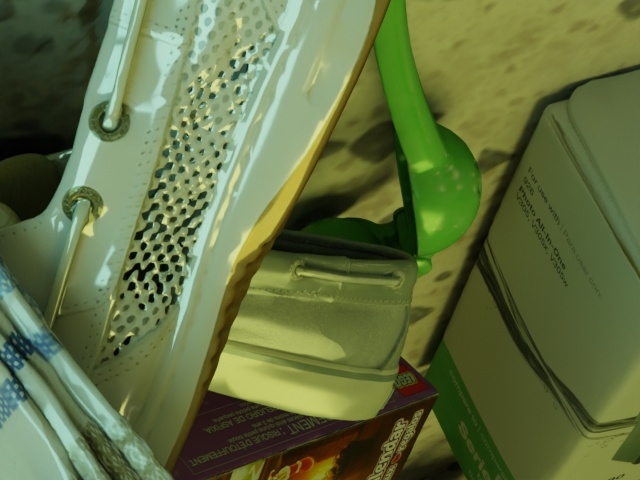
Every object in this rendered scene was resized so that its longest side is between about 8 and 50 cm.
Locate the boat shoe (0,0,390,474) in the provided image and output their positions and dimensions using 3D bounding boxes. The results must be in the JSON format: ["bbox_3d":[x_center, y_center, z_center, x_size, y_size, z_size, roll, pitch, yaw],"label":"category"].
[{"bbox_3d":[-0.072,0.005,0.460,0.096,0.098,0.277,22,101,-13],"label":"boat shoe"}]

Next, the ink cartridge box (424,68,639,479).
[{"bbox_3d":[0.192,0.030,0.785,0.211,0.121,0.289,-17,154,-17],"label":"ink cartridge box"}]

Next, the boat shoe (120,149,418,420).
[{"bbox_3d":[-0.065,0.003,0.557,0.227,0.079,0.081,16,95,-27],"label":"boat shoe"}]

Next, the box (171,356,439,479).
[{"bbox_3d":[-0.074,0.190,0.738,0.201,0.057,0.293,-13,135,-45],"label":"box"}]

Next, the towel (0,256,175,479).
[{"bbox_3d":[-0.143,0.077,0.433,0.209,0.285,0.034,-37,-176,30],"label":"towel"}]

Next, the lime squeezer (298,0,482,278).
[{"bbox_3d":[0.000,0.000,0.636,0.110,0.059,0.310,-6,151,-34],"label":"lime squeezer"}]
